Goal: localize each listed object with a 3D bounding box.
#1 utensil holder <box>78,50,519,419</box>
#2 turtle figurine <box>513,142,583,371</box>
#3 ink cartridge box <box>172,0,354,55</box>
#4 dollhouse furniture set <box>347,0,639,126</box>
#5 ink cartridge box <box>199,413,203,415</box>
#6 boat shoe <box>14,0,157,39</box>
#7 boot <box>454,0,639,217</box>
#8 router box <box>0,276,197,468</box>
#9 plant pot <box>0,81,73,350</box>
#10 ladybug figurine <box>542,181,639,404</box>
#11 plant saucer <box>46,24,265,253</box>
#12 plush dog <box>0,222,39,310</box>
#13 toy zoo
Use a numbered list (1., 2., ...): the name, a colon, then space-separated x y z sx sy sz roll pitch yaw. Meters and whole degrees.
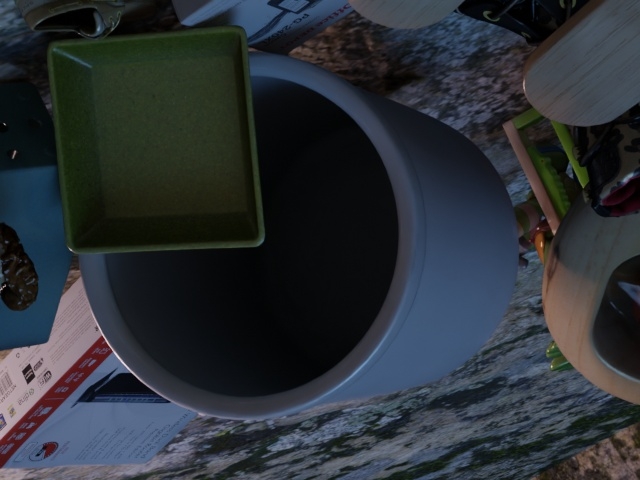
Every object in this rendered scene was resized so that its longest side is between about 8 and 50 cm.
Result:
1. utensil holder: 0.000 0.000 1.762 0.327 0.327 0.385 -27 169 19
2. turtle figurine: 0.234 0.025 2.183 0.274 0.266 0.198 -7 159 -25
3. ink cartridge box: -0.044 -0.222 1.565 0.109 0.063 0.150 -30 157 28
4. dollhouse furniture set: 0.030 -0.278 1.097 0.394 0.362 0.256 26 137 -24
5. ink cartridge box: -0.172 0.152 2.476 0.181 0.056 0.224 -31 139 28
6. boat shoe: -0.195 -0.192 1.531 0.135 0.045 0.050 -4 155 -36
7. boot: 0.223 -0.171 1.619 0.377 0.284 0.138 2 151 -47
8. router box: -0.240 0.154 2.253 0.301 0.082 0.335 6 137 -50
9. plant pot: -0.323 -0.026 1.674 0.165 0.166 0.234 -8 146 -33
10. ladybug figurine: 0.394 0.016 1.906 0.305 0.162 0.449 14 145 2
11. plant saucer: -0.136 -0.087 1.573 0.188 0.188 0.045 -2 -173 19
12. plush dog: -0.360 0.055 1.506 0.262 0.210 0.225 24 100 -28
13. toy zoo: 0.369 -0.115 2.038 0.293 0.192 0.030 -28 169 25
